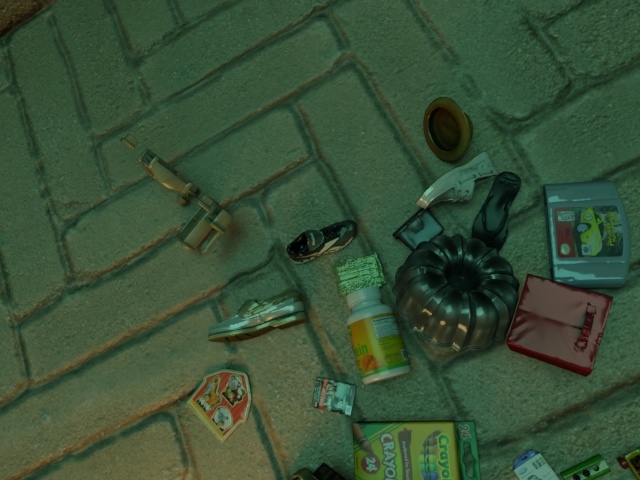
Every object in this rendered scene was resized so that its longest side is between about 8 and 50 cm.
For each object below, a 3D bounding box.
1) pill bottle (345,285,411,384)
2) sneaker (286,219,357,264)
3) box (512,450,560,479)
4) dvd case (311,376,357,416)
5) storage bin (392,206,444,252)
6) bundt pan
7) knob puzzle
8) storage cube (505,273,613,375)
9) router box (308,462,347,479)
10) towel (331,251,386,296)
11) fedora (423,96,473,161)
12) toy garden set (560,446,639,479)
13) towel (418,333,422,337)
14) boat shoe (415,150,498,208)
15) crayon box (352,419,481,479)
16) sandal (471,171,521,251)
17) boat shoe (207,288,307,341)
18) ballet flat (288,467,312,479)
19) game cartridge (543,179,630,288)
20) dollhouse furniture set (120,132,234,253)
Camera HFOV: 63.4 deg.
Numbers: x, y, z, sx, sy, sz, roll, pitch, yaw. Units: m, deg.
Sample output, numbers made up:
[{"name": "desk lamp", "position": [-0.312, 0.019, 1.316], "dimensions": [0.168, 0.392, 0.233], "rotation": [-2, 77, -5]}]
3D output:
[{"name": "pill bottle", "position": [0.149, 0.257, 1.423], "dimensions": [0.136, 0.136, 0.246], "rotation": [-19, 71, 10]}, {"name": "sneaker", "position": [0.000, 0.000, 1.552], "dimensions": [0.234, 0.106, 0.078], "rotation": [-25, 71, 8]}, {"name": "box", "position": [0.542, 0.592, 1.279], "dimensions": [0.081, 0.028, 0.136], "rotation": [-36, 66, 4]}, {"name": "dvd case", "position": [0.038, 0.442, 1.471], "dimensions": [0.119, 0.013, 0.087], "rotation": [7, 77, 19]}, {"name": "storage bin", "position": [0.288, -0.028, 1.490], "dimensions": [0.135, 0.098, 0.091], "rotation": [-43, 79, 2]}, {"name": "bundt pan", "position": [0.356, 0.110, 1.333], "dimensions": [0.330, 0.124, 0.331], "rotation": [2, 49, -2]}, {"name": "knob puzzle", "position": [-0.289, 0.471, 1.548], "dimensions": [0.213, 0.030, 0.213], "rotation": [-4, 74, 15]}, {"name": "storage cube", "position": [0.583, 0.211, 1.277], "dimensions": [0.193, 0.215, 0.184], "rotation": [17, 81, 26]}, {"name": "router box", "position": [0.027, 0.767, 1.304], "dimensions": [0.242, 0.081, 0.309], "rotation": [30, 103, 21]}, {"name": "towel", "position": [0.113, 0.103, 1.535], "dimensions": [0.148, 0.027, 0.110], "rotation": [-17, 72, 10]}, {"name": "fedora", "position": [0.388, -0.331, 1.527], "dimensions": [0.079, 0.194, 0.194], "rotation": [-17, 66, -28]}, {"name": "toy garden set", "position": [0.724, 0.622, 1.206], "dimensions": [0.203, 0.049, 0.244], "rotation": [-30, 69, 7]}, {"name": "towel", "position": [0.303, 0.229, 1.455], "dimensions": [0.083, 0.009, 0.060], "rotation": [-30, 70, 6]}, {"name": "boat shoe", "position": [0.393, -0.153, 1.456], "dimensions": [0.277, 0.098, 0.096], "rotation": [-32, 80, -17]}, {"name": "crayon box", "position": [0.247, 0.571, 1.340], "dimensions": [0.318, 0.081, 0.202], "rotation": [-7, 73, 14]}, {"name": "sandal", "position": [0.492, -0.081, 1.460], "dimensions": [0.097, 0.054, 0.255], "rotation": [15, 80, 19]}, {"name": "boat shoe", "position": [-0.193, 0.228, 1.550], "dimensions": [0.302, 0.113, 0.103], "rotation": [-14, 70, 1]}, {"name": "ballet flat", "position": [-0.108, 0.719, 1.405], "dimensions": [0.080, 0.073, 0.232], "rotation": [34, 87, 22]}, {"name": "game cartridge", "position": [0.712, -0.018, 1.384], "dimensions": [0.195, 0.060, 0.295], "rotation": [-2, 75, 11]}, {"name": "dollhouse furniture set", "position": [-0.484, -0.137, 1.589], "dimensions": [0.174, 0.355, 0.303], "rotation": [-52, 30, -3]}]
